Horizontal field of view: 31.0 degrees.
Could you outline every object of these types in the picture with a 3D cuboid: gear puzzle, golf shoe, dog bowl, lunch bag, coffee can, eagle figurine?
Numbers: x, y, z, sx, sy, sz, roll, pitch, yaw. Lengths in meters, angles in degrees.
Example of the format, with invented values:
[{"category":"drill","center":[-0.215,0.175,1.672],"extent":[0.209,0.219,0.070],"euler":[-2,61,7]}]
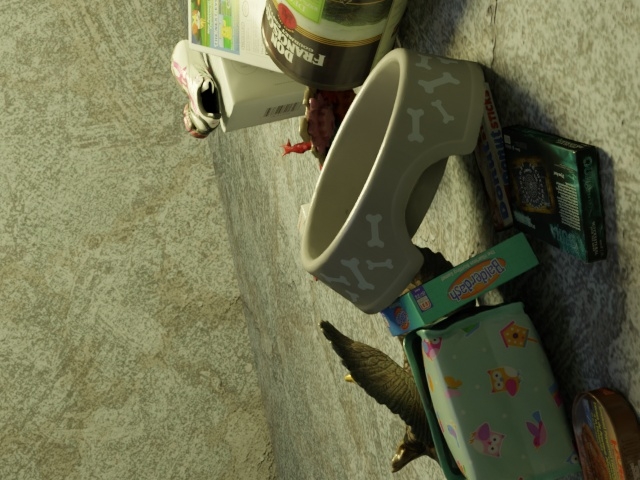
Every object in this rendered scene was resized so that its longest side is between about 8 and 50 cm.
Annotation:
[{"category":"gear puzzle","center":[0.036,-0.267,1.784],"extent":[0.175,0.044,0.339],"euler":[52,-139,-57]},{"category":"golf shoe","center":[-0.213,-0.281,2.067],"extent":[0.086,0.067,0.186],"euler":[-31,70,49]},{"category":"dog bowl","center":[0.080,-0.085,1.468],"extent":[0.349,0.102,0.349],"euler":[-158,90,-79]},{"category":"lunch bag","center":[0.208,0.195,1.458],"extent":[0.262,0.160,0.223],"euler":[99,153,-86]},{"category":"coffee can","center":[0.030,-0.364,1.588],"extent":[0.275,0.201,0.202],"euler":[108,147,-64]},{"category":"eagle figurine","center":[0.128,0.190,1.622],"extent":[0.226,0.225,0.298],"euler":[-102,1,-54]}]

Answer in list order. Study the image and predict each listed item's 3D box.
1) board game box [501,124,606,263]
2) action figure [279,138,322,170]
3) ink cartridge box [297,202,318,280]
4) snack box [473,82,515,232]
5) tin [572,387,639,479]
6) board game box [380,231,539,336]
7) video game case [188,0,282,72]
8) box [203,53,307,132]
[{"category":"board game box","center":[0.259,-0.056,1.292],"extent":[0.186,0.026,0.126],"euler":[-140,38,-69]},{"category":"action figure","center":[0.009,-0.106,2.129],"extent":[0.139,0.091,0.280],"euler":[-8,94,64]},{"category":"ink cartridge box","center":[0.000,0.000,2.353],"extent":[0.099,0.056,0.135],"euler":[103,151,-63]},{"category":"snack box","center":[0.215,-0.103,1.442],"extent":[0.064,0.022,0.178],"euler":[133,124,-73]},{"category":"tin","center":[0.327,0.256,1.273],"extent":[0.106,0.040,0.190],"euler":[176,82,-81]},{"category":"board game box","center":[0.167,0.059,1.442],"extent":[0.047,0.160,0.210],"euler":[62,171,5]},{"category":"video game case","center":[-0.125,-0.452,1.853],"extent":[0.300,0.036,0.329],"euler":[23,118,49]},{"category":"box","center":[-0.109,-0.399,2.099],"extent":[0.168,0.215,0.345],"euler":[133,124,-74]}]
